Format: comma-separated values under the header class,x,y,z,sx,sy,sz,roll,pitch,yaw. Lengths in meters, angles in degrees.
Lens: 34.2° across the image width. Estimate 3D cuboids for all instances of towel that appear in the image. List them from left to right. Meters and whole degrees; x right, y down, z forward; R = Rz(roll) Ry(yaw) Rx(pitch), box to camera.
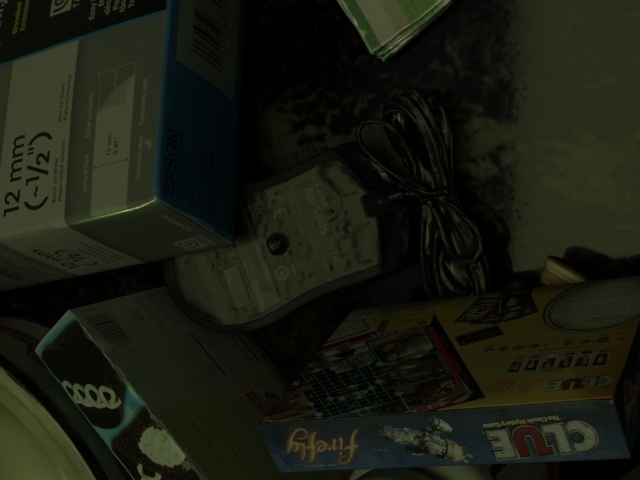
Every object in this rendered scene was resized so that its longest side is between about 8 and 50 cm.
class,x,y,z,sx,sy,sz,roll,pitch,yaw
towel,0.072,-0.232,0.826,0.152,0.023,0.113,-37,80,25

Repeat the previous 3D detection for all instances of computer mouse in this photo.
class,x,y,z,sx,sy,sz,roll,pitch,yaw
computer mouse,0.000,0.000,0.871,0.272,0.072,0.189,-17,89,17

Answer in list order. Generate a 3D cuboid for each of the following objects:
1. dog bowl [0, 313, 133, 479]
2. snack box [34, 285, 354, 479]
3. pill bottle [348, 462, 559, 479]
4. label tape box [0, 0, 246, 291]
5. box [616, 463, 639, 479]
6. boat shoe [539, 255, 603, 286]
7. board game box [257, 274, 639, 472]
class,x,y,z,sx,sy,sz,roll,pitch,yaw
dog bowl,-0.269,0.248,0.954,0.408,0.150,0.408,10,110,30
snack box,-0.066,0.176,0.853,0.322,0.187,0.060,48,114,15
pill bottle,0.090,0.190,0.755,0.121,0.221,0.121,3,97,27
label tape box,-0.238,-0.099,0.906,0.347,0.115,0.249,-10,67,26
box,0.189,0.362,0.696,0.395,0.097,0.318,-45,37,24
boat shoe,0.224,0.078,0.762,0.170,0.063,0.059,40,106,17
board game box,0.100,0.090,0.706,0.243,0.165,0.042,-9,110,31
